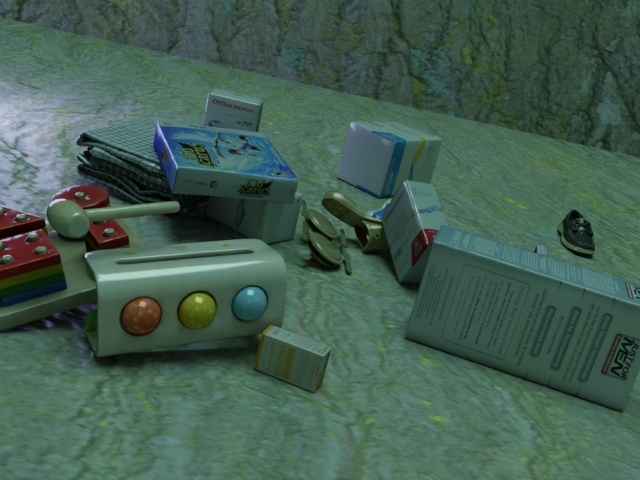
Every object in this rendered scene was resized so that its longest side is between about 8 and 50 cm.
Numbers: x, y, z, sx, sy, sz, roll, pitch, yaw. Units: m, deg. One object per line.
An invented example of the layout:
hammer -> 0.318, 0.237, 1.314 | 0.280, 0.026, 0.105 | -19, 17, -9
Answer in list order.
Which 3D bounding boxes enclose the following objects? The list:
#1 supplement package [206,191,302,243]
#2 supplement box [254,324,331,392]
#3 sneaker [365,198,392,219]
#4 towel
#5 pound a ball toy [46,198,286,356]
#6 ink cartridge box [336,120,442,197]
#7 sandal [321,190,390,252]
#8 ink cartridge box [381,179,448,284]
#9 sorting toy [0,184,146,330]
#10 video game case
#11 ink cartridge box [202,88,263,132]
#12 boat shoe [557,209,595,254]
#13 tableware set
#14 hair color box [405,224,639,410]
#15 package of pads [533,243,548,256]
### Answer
supplement package -> -0.142, -0.077, 1.604 | 0.179, 0.105, 0.105 | 28, 25, 35
supplement box -> -0.040, 0.170, 1.086 | 0.098, 0.062, 0.036 | 19, 20, 14
sneaker -> 0.178, -0.057, 1.811 | 0.084, 0.058, 0.152 | 19, 25, 31
towel -> -0.370, -0.163, 1.676 | 0.283, 0.121, 0.235 | 21, 23, 16
pound a ball toy -> -0.208, 0.047, 1.058 | 0.319, 0.208, 0.136 | -4, 21, -28
ink cartridge box -> 0.197, -0.234, 2.131 | 0.171, 0.168, 0.232 | 30, 26, 36
sandal -> 0.097, -0.012, 1.644 | 0.240, 0.088, 0.079 | 31, 60, -4
ink cartridge box -> 0.197, -0.017, 1.534 | 0.072, 0.127, 0.175 | 6, 49, -21
sorting toy -> -0.411, 0.004, 1.158 | 0.257, 0.089, 0.255 | -18, 34, -27
video game case -> -0.202, -0.165, 1.551 | 0.244, 0.061, 0.269 | 3, 26, -23
ink cartridge box -> -0.236, -0.284, 1.960 | 0.139, 0.191, 0.082 | 13, 20, -1
boat shoe -> 0.696, -0.027, 2.038 | 0.080, 0.073, 0.223 | 14, 20, 2
tableware set -> 0.000, 0.000, 1.565 | 0.128, 0.039, 0.194 | 37, 20, -20
hair color box -> 0.352, 0.124, 1.272 | 0.374, 0.185, 0.113 | 18, 20, 12
package of pads -> 0.517, 0.043, 1.777 | 0.032, 0.050, 0.083 | 17, 20, 10
